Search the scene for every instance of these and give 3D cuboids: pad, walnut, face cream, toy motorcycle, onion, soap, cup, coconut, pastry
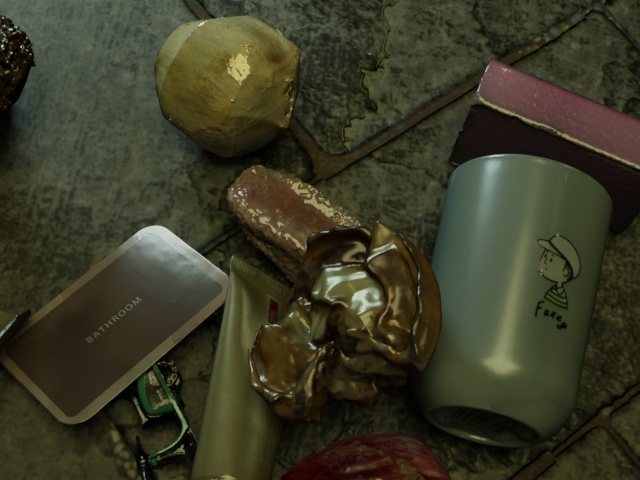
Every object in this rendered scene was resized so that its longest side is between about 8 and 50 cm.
[{"bbox_3d":[-0.248,0.095,1.349,0.266,0.002,0.176,-41,55,-21],"label":"pad"},{"bbox_3d":[0.039,0.095,1.261,0.238,0.141,0.204,-25,55,20],"label":"walnut"},{"bbox_3d":[-0.084,0.187,1.288,0.137,0.084,0.341,31,51,-25],"label":"face cream"},{"bbox_3d":[-0.190,0.210,1.307,0.100,0.058,0.173,-28,71,-10],"label":"toy motorcycle"},{"bbox_3d":[0.029,0.330,1.240,0.283,0.120,0.227,-17,64,-13],"label":"onion"},{"bbox_3d":[0.308,-0.118,1.438,0.259,0.181,0.081,22,69,6],"label":"soap"},{"bbox_3d":[0.226,0.077,1.329,0.205,0.205,0.312,15,66,1],"label":"cup"},{"bbox_3d":[-0.110,-0.200,1.437,0.194,0.194,0.194,2,65,-5],"label":"coconut"},{"bbox_3d":[0.001,0.009,1.393,0.265,0.112,0.103,33,58,17],"label":"pastry"}]

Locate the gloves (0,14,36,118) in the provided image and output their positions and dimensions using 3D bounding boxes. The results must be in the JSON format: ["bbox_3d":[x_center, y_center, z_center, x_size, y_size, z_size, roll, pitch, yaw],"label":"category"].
[{"bbox_3d":[-0.498,-0.185,1.408,0.312,0.135,0.210,-5,43,14],"label":"gloves"}]

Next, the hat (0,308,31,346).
[{"bbox_3d":[-0.404,0.146,1.306,0.147,0.085,0.175,5,34,33],"label":"hat"}]
